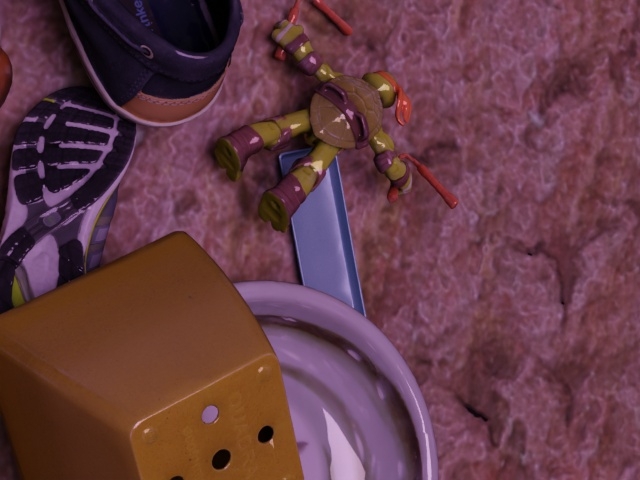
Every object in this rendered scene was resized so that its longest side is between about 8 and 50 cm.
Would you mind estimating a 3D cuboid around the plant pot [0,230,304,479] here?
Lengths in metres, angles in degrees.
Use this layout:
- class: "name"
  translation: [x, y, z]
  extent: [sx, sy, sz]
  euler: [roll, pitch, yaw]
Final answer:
- class: "plant pot"
  translation: [-0.133, 0.149, 1.510]
  extent: [0.212, 0.187, 0.212]
  euler: [-26, 122, -26]

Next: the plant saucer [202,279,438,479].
- class: "plant saucer"
  translation: [-0.076, 0.238, 1.738]
  extent: [0.401, 0.100, 0.400]
  euler: [1, 89, -29]

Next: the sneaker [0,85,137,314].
- class: "sneaker"
  translation: [-0.244, -0.009, 1.650]
  extent: [0.111, 0.121, 0.300]
  euler: [16, 62, 0]

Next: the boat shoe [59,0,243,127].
- class: "boat shoe"
  translation: [-0.211, -0.344, 1.612]
  extent: [0.187, 0.156, 0.500]
  euler: [-25, 89, -27]

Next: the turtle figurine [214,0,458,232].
- class: "turtle figurine"
  translation: [0.017, -0.103, 1.781]
  extent: [0.217, 0.087, 0.269]
  euler: [-39, 99, -27]

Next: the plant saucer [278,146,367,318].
- class: "plant saucer"
  translation: [0.000, 0.000, 1.830]
  extent: [0.067, 0.018, 0.192]
  euler: [-13, 97, -29]

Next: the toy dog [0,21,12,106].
- class: "toy dog"
  translation: [-0.362, -0.268, 1.428]
  extent: [0.285, 0.395, 0.407]
  euler: [1, 97, -32]
